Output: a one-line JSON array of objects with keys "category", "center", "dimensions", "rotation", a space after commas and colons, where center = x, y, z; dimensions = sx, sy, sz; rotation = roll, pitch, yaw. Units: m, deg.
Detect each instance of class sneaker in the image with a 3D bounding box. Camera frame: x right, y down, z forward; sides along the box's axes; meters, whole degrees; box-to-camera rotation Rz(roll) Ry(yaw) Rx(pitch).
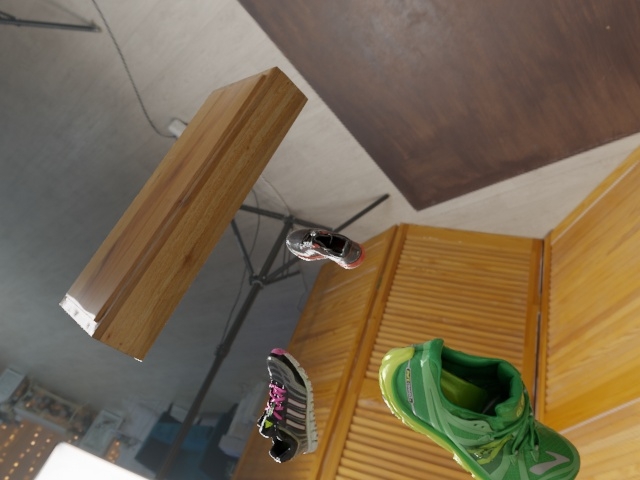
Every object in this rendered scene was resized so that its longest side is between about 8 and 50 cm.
[{"category": "sneaker", "center": [0.000, 0.000, 0.810], "dimensions": [0.158, 0.061, 0.065], "rotation": [10, 160, 35]}, {"category": "sneaker", "center": [0.209, 0.217, 0.578], "dimensions": [0.296, 0.109, 0.123], "rotation": [33, 136, -12]}, {"category": "sneaker", "center": [-0.053, 0.235, 0.669], "dimensions": [0.063, 0.075, 0.170], "rotation": [8, 114, 47]}]

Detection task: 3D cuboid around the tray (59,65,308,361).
[{"category": "tray", "center": [-0.196, -0.055, 0.684], "dimensions": [0.076, 0.410, 0.203], "rotation": [39, 161, -33]}]
